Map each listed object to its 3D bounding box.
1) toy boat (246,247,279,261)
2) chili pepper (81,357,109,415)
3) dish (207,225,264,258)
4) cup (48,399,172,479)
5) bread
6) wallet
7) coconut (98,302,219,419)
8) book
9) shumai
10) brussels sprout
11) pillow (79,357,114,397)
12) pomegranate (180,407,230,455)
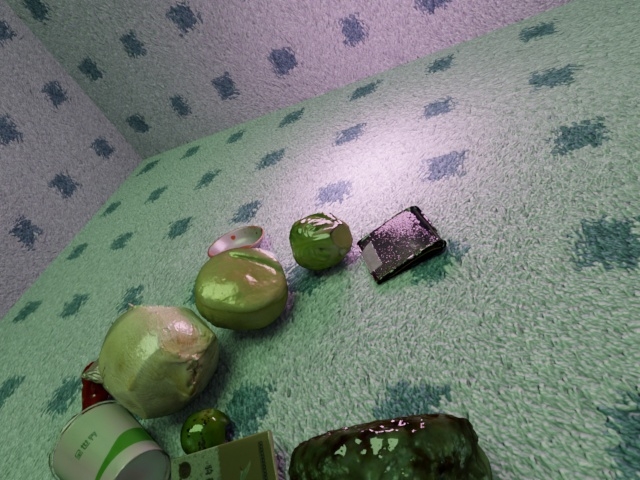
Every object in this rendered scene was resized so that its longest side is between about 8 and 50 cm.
[{"bbox_3d":[-0.268,0.093,1.607,0.208,0.079,0.134,1,74,-3],"label":"toy boat"},{"bbox_3d":[-0.855,0.565,1.545,0.110,0.110,0.387,-36,35,-4],"label":"chili pepper"},{"bbox_3d":[-0.357,0.037,1.782,0.261,0.085,0.260,-16,29,9],"label":"dish"},{"bbox_3d":[-0.588,0.631,1.168,0.274,0.253,0.253,10,53,36],"label":"cup"},{"bbox_3d":[-0.273,0.176,1.425,0.321,0.237,0.320,-1,48,1],"label":"bread"},{"bbox_3d":[0.268,0.014,1.389,0.262,0.071,0.220,-31,41,8],"label":"wallet"},{"bbox_3d":[-0.495,0.380,1.305,0.360,0.346,0.346,32,69,30],"label":"coconut"},{"bbox_3d":[-0.241,0.628,1.016,0.311,0.021,0.216,-23,60,14],"label":"book"},{"bbox_3d":[0.140,0.506,0.725,0.395,0.395,0.347,-18,64,20],"label":"shumai"},{"bbox_3d":[0.000,0.000,1.488,0.244,0.244,0.244,-20,38,17],"label":"brussels sprout"},{"bbox_3d":[-0.749,0.498,1.506,0.270,0.067,0.173,19,37,20],"label":"pillow"},{"bbox_3d":[-0.338,0.559,1.150,0.143,0.122,0.169,-6,42,28],"label":"pomegranate"}]
